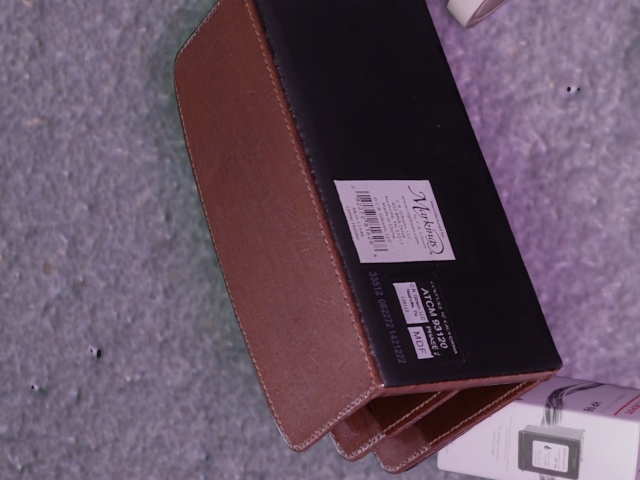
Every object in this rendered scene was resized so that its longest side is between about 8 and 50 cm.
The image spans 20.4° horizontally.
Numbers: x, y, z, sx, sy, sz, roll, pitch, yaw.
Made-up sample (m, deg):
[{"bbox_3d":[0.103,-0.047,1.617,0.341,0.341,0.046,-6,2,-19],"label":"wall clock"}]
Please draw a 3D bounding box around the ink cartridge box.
[{"bbox_3d":[0.185,0.138,1.256,0.180,0.104,0.060,7,99,24],"label":"ink cartridge box"}]

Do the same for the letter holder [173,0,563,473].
[{"bbox_3d":[0.000,0.000,1.226,0.214,0.152,0.302,-42,59,47],"label":"letter holder"}]

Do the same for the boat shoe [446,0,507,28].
[{"bbox_3d":[0.168,-0.292,1.197,0.097,0.116,0.324,45,119,10],"label":"boat shoe"}]
